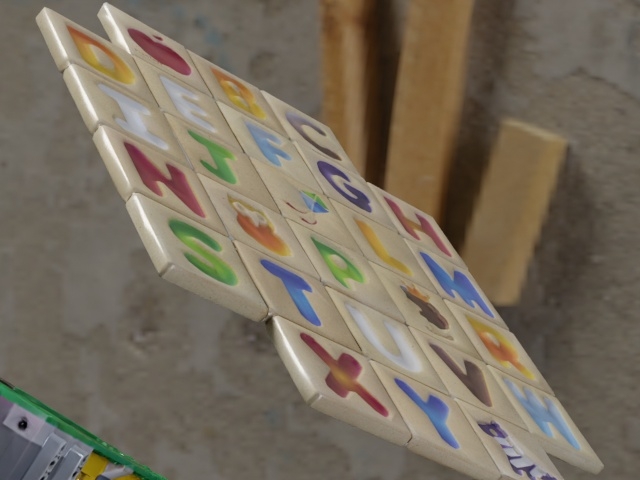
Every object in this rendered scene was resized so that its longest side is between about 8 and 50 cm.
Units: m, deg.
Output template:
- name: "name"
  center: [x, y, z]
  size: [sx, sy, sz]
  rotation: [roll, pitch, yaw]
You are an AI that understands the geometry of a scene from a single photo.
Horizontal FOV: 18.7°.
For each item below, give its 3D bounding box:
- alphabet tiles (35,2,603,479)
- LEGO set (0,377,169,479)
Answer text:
- name: "alphabet tiles"
  center: [0.000, 0.000, 0.967]
  size: [0.011, 0.285, 0.342]
  rotation: [-51, 38, 16]
- name: "LEGO set"
  center: [-0.215, 0.105, 0.726]
  size: [0.331, 0.255, 0.192]
  rotation: [31, 82, 9]
